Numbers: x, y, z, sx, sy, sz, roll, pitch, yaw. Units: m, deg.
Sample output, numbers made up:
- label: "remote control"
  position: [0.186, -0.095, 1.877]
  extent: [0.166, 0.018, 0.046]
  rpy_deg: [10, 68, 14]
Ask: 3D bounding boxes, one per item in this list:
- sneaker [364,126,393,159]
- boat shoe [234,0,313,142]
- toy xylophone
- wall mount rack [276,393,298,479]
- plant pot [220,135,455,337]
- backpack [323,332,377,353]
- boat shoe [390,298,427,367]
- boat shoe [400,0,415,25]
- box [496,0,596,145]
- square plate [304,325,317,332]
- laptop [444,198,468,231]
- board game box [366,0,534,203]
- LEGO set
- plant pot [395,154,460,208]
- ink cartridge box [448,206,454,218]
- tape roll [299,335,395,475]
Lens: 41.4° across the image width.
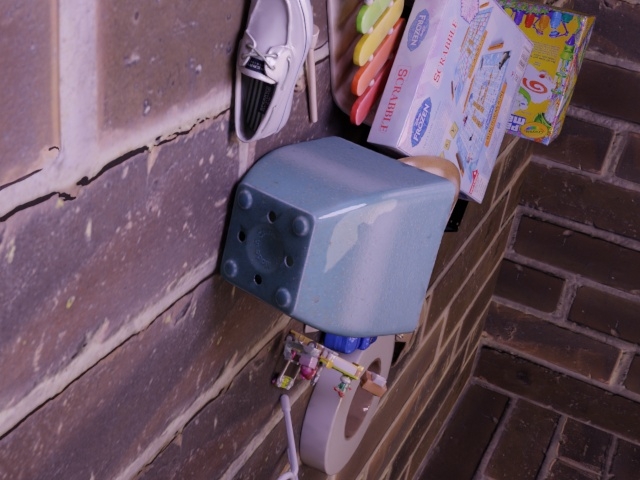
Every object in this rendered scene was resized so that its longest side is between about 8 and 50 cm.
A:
- label: "sneaker"
  position: [0.145, -0.200, 1.622]
  extent: [0.147, 0.130, 0.330]
  rpy_deg: [-47, 158, -10]
- label: "boat shoe"
  position: [-0.063, -0.220, 1.049]
  extent: [0.076, 0.083, 0.226]
  rpy_deg: [-50, 153, -48]
- label: "toy xylophone"
  position: [0.061, -0.306, 1.306]
  extent: [0.236, 0.081, 0.322]
  rpy_deg: [-60, 158, -26]
- label: "wall mount rack"
  position: [-0.092, 0.488, 1.618]
  extent: [0.304, 0.131, 0.350]
  rpy_deg: [-51, 154, -36]
- label: "plant pot"
  position: [0.000, 0.000, 1.224]
  extent: [0.252, 0.248, 0.247]
  rpy_deg: [-9, 118, -50]
- label: "backpack"
  position: [0.065, 0.183, 1.774]
  extent: [0.120, 0.101, 0.097]
  rpy_deg: [-20, 120, -62]
- label: "boat shoe"
  position: [0.199, 0.220, 2.170]
  extent: [0.098, 0.109, 0.302]
  rpy_deg: [-57, 162, -37]
- label: "boat shoe"
  position: [0.199, -0.397, 1.565]
  extent: [0.130, 0.132, 0.355]
  rpy_deg: [-58, 151, -5]
- label: "box"
  position: [0.417, -0.392, 1.877]
  extent: [0.177, 0.290, 0.279]
  rpy_deg: [-32, 138, -62]
- label: "square plate"
  position: [0.126, 0.001, 1.644]
  extent: [0.347, 0.049, 0.344]
  rpy_deg: [-30, 147, -39]
- label: "laptop"
  position: [0.354, -0.155, 2.365]
  extent: [0.264, 0.137, 0.234]
  rpy_deg: [24, 85, -45]
- label: "board game box"
  position: [0.233, -0.259, 1.450]
  extent: [0.318, 0.066, 0.318]
  rpy_deg: [24, 84, -52]
- label: "LEGO set"
  position: [0.002, 0.261, 1.627]
  extent: [0.287, 0.132, 0.107]
  rpy_deg: [35, 80, -48]
- label: "plant pot"
  position: [0.131, -0.051, 1.416]
  extent: [0.237, 0.032, 0.236]
  rpy_deg: [-16, 147, -11]
- label: "ink cartridge box"
  position: [0.211, -0.033, 1.652]
  extent: [0.224, 0.056, 0.181]
  rpy_deg: [-52, 164, -52]
- label: "tape roll"
  position: [0.070, 0.363, 2.009]
  extent: [0.392, 0.072, 0.391]
  rpy_deg: [-53, 154, -40]
